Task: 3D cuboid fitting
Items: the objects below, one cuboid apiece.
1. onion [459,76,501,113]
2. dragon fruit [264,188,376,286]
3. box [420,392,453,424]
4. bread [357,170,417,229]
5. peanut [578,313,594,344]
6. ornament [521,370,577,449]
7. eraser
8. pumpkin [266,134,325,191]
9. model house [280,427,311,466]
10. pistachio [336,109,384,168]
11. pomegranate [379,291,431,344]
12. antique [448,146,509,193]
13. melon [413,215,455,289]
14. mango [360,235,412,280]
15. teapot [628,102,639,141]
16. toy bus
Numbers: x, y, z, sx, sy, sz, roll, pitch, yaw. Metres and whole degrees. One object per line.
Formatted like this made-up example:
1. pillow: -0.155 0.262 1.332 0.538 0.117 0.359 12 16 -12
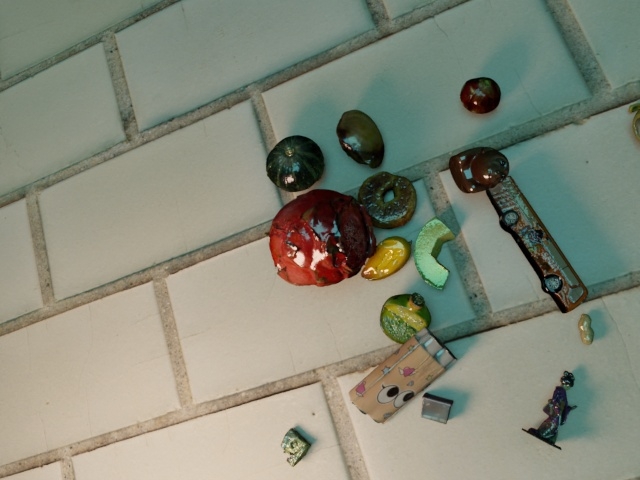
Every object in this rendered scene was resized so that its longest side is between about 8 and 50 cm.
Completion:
1. onion: 0.480 -0.428 1.648 0.117 0.118 0.118 -26 73 -4
2. dragon fruit: 0.000 0.000 1.620 0.302 0.296 0.295 -30 72 31
3. box: 0.326 0.474 1.561 0.085 0.060 0.063 12 92 18
4. bread: 0.204 -0.122 1.704 0.193 0.064 0.193 -4 74 13
5. peanut: 0.716 0.240 1.493 0.037 0.037 0.083 -6 81 16
6. ornament: 0.631 0.447 1.463 0.081 0.088 0.203 35 80 0
7. eraser: 0.229 0.381 1.560 0.290 0.171 0.087 -43 38 6
8. pumpkin: -0.079 -0.244 1.765 0.190 0.146 0.190 -4 77 18
9. model house: -0.083 0.618 1.655 0.083 0.066 0.078 37 90 21
10. pistachio: 0.125 -0.313 1.733 0.165 0.130 0.210 -17 71 -28
11. pomegranate: 0.250 0.207 1.593 0.143 0.122 0.169 27 117 11
12. antique: 0.450 -0.203 1.547 0.143 0.257 0.121 -18 94 9
13. melon: 0.337 0.037 1.634 0.118 0.064 0.209 14 82 20
14. mango: 0.201 0.056 1.670 0.187 0.066 0.101 -45 79 11
15. teapot: 0.916 -0.329 1.499 0.119 0.130 0.165 -17 43 -1
16. toy bus: 0.595 0.009 1.543 0.092 0.093 0.408 -30 74 7
